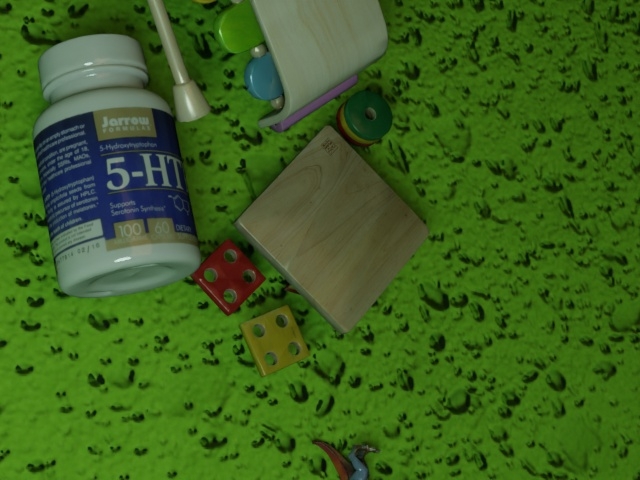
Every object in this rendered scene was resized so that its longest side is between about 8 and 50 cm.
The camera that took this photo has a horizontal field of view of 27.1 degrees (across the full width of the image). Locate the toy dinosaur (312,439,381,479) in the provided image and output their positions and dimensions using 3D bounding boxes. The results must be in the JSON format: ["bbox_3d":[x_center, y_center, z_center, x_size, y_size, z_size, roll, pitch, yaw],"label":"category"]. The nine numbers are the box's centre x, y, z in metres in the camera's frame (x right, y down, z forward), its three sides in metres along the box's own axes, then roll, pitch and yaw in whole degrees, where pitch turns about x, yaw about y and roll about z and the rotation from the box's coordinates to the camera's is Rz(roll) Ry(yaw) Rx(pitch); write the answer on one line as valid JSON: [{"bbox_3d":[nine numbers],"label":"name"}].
[{"bbox_3d":[0.035,0.211,1.095,0.090,0.047,0.082,6,77,9],"label":"toy dinosaur"}]

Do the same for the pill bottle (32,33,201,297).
[{"bbox_3d":[-0.163,-0.058,1.029,0.112,0.112,0.187,-6,76,-29],"label":"pill bottle"}]

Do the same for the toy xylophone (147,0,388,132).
[{"bbox_3d":[-0.065,-0.235,1.080,0.236,0.081,0.323,-26,113,-30],"label":"toy xylophone"}]

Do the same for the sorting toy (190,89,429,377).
[{"bbox_3d":[0.000,0.000,1.131,0.132,0.046,0.274,45,58,-7],"label":"sorting toy"}]
